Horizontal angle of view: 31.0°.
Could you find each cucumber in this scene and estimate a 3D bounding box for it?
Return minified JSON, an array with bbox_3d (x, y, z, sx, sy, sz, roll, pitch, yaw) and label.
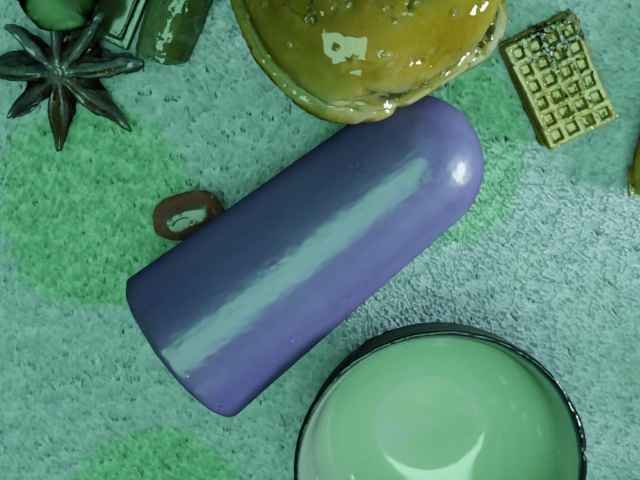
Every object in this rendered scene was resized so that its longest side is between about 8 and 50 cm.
[{"bbox_3d":[-0.315,-0.312,1.340,0.085,0.193,0.115,-33,130,12],"label":"cucumber"}]

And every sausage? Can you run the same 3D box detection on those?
[{"bbox_3d":[-0.168,-0.031,1.460,0.094,0.054,0.059,-14,103,4],"label":"sausage"}]

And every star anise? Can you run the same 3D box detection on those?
[{"bbox_3d":[-0.313,-0.199,1.418,0.204,0.061,0.181,-20,111,9],"label":"star anise"}]

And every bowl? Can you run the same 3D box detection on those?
[{"bbox_3d":[0.144,0.253,1.457,0.353,0.185,0.354,0,104,1],"label":"bowl"}]

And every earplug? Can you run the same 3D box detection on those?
[{"bbox_3d":[0.000,0.000,1.395,0.456,0.215,0.215,-38,100,6],"label":"earplug"}]

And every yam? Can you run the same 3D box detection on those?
[{"bbox_3d":[-0.162,-0.299,1.384,0.078,0.078,0.179,20,104,-4],"label":"yam"}]

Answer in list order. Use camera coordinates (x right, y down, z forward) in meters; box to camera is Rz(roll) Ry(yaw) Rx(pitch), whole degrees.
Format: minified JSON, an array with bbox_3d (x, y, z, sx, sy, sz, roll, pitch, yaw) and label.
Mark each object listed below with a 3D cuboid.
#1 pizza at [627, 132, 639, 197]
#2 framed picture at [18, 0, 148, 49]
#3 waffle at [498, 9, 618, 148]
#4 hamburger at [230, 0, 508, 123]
[{"bbox_3d":[0.547,-0.148,1.410,0.287,0.075,0.280,16,104,-3],"label":"pizza"},{"bbox_3d":[-0.271,-0.391,1.394,0.192,0.018,0.265,24,103,-5],"label":"framed picture"},{"bbox_3d":[0.292,-0.196,1.418,0.102,0.042,0.148,-24,102,6],"label":"waffle"},{"bbox_3d":[0.049,-0.294,1.300,0.304,0.174,0.284,-33,74,-12],"label":"hamburger"}]
